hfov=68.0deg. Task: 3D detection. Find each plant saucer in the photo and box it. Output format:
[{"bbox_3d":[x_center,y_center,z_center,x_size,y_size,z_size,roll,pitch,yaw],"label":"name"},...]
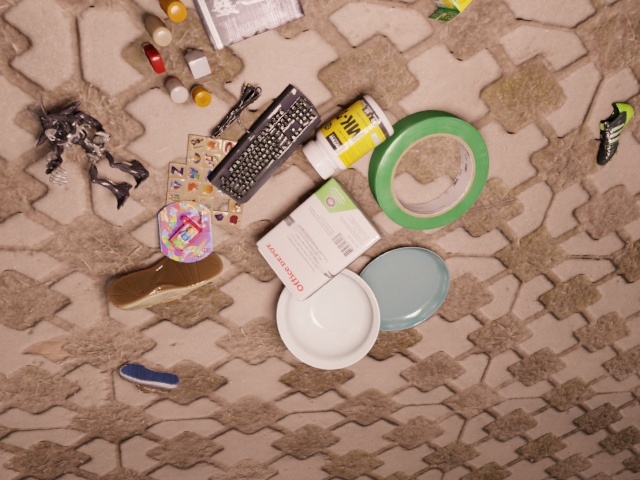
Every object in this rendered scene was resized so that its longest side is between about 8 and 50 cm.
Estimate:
[{"bbox_3d":[0.249,0.149,1.491,0.317,0.044,0.318,-6,120,-10],"label":"plant saucer"}]

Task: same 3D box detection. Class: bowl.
[{"bbox_3d":[0.027,0.213,1.394,0.297,0.134,0.298,0,93,6],"label":"bowl"}]

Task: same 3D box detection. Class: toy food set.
[{"bbox_3d":[-0.319,-0.406,1.035,0.111,0.104,0.232,-27,141,-12],"label":"toy food set"}]

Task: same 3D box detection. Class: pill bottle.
[{"bbox_3d":[0.065,-0.252,1.176,0.208,0.119,0.119,-36,120,8],"label":"pill bottle"}]

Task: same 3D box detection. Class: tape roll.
[{"bbox_3d":[0.293,-0.185,1.290,0.321,0.077,0.321,-6,121,-10],"label":"tape roll"}]

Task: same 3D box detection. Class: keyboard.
[{"bbox_3d":[-0.162,-0.252,1.169,0.201,0.033,0.317,38,102,-28],"label":"keyboard"}]

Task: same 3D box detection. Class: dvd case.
[{"bbox_3d":[-0.162,-0.530,1.025,0.221,0.018,0.165,-22,123,-1],"label":"dvd case"}]

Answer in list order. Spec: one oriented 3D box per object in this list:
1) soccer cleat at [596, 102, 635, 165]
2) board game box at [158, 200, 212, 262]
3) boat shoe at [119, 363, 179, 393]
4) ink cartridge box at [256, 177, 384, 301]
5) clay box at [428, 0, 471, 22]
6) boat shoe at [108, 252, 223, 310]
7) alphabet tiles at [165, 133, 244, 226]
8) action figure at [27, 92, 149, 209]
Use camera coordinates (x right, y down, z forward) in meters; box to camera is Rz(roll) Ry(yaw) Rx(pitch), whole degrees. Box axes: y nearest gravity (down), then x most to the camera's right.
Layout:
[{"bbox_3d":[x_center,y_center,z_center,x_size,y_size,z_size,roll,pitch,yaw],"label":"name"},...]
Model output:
[{"bbox_3d":[0.826,-0.305,1.358,0.072,0.060,0.179,12,110,-8],"label":"soccer cleat"},{"bbox_3d":[-0.352,-0.018,1.235,0.133,0.033,0.169,-2,107,-10],"label":"board game box"},{"bbox_3d":[-0.536,0.438,1.466,0.183,0.066,0.066,24,113,-24],"label":"boat shoe"},{"bbox_3d":[0.000,0.000,1.258,0.273,0.115,0.198,-39,82,12],"label":"ink cartridge box"},{"bbox_3d":[0.327,-0.585,1.039,0.053,0.127,0.222,38,105,-27],"label":"clay box"},{"bbox_3d":[-0.413,0.115,1.298,0.302,0.109,0.098,-21,159,-13],"label":"boat shoe"},{"bbox_3d":[-0.288,-0.150,1.219,0.198,0.009,0.237,6,117,-16],"label":"alphabet tiles"},{"bbox_3d":[-0.527,-0.198,1.063,0.164,0.141,0.275,-40,123,13],"label":"action figure"}]
